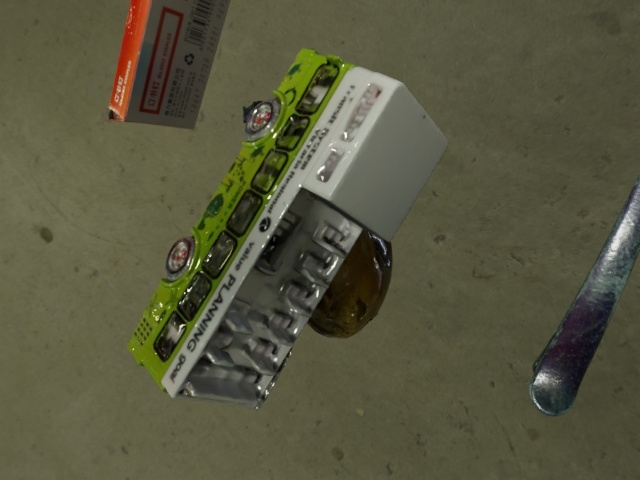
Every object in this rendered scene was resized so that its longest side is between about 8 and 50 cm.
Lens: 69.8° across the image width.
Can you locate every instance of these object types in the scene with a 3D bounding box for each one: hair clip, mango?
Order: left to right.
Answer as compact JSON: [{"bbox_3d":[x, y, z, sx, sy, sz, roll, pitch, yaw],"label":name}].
[{"bbox_3d":[0.000,0.000,0.563,0.151,0.156,0.249,-15,58,-8],"label":"mango"},{"bbox_3d":[0.291,0.054,0.475,0.048,0.083,0.275,26,111,25],"label":"hair clip"}]

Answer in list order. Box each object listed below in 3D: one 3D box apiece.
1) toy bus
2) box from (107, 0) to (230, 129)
[{"bbox_3d":[-0.032,-0.002,0.388,0.139,0.113,0.302,32,92,45],"label":"toy bus"},{"bbox_3d":[-0.202,-0.260,0.619,0.050,0.123,0.229,35,115,28],"label":"box"}]
